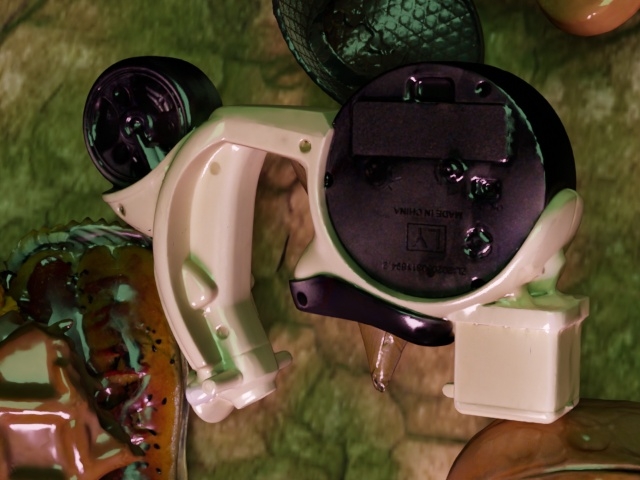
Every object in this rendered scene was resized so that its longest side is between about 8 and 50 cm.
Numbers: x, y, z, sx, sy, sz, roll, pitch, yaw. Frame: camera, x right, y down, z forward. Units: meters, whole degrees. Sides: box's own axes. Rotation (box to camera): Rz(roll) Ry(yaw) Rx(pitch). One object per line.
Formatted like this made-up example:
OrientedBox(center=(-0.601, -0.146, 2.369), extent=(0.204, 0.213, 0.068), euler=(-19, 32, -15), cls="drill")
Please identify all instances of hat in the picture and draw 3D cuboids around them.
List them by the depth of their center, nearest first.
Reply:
OrientedBox(center=(0.031, -0.161, 1.175), extent=(0.193, 0.082, 0.193), euler=(12, 62, -25), cls="hat")

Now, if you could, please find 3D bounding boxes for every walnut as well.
OrientedBox(center=(0.186, 0.194, 1.040), extent=(0.207, 0.167, 0.167), euler=(-3, 79, 5), cls="walnut")

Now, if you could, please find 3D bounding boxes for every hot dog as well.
OrientedBox(center=(-0.182, 0.117, 1.144), extent=(0.163, 0.082, 0.270), euler=(-4, 77, 6), cls="hot dog")

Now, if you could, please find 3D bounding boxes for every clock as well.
OrientedBox(center=(0.000, 0.000, 1.058), extent=(0.379, 0.120, 0.276), euler=(1, 96, 28), cls="clock")

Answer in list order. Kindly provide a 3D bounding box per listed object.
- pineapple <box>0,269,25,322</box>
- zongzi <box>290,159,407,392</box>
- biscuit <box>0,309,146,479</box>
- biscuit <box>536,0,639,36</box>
OrientedBox(center=(-0.314, 0.098, 1.135), extent=(0.225, 0.076, 0.225), euler=(-10, 72, 34), cls="pineapple")
OrientedBox(center=(0.022, 0.003, 1.146), extent=(0.160, 0.078, 0.176), euler=(28, 92, 18), cls="zongzi")
OrientedBox(center=(-0.140, 0.240, 1.044), extent=(0.366, 0.115, 0.268), euler=(35, 85, -10), cls="biscuit")
OrientedBox(center=(0.190, -0.314, 1.121), extent=(0.275, 0.052, 0.355), euler=(-30, 54, 14), cls="biscuit")
